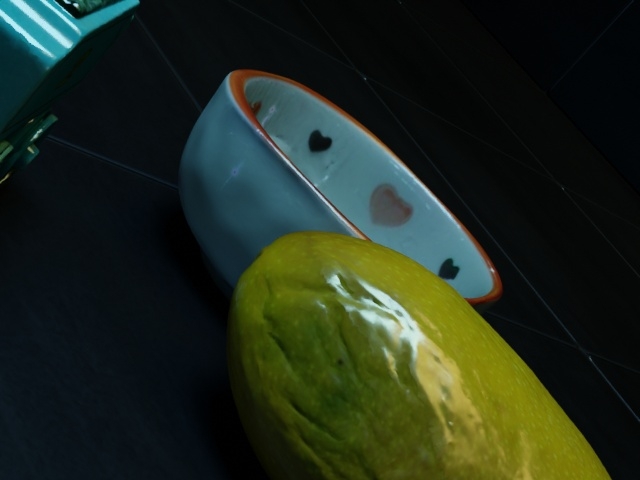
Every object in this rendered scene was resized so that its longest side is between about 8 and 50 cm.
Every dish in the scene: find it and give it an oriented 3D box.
[{"bbox_3d":[0.000,0.000,1.058,0.256,0.117,0.256,37,17,-13],"label":"dish"}]

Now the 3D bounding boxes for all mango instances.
[{"bbox_3d":[0.076,0.140,0.851,0.359,0.144,0.187,51,30,9],"label":"mango"}]

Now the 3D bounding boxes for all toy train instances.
[{"bbox_3d":[-0.186,-0.099,0.817,0.112,0.163,0.203,41,17,-9],"label":"toy train"}]
